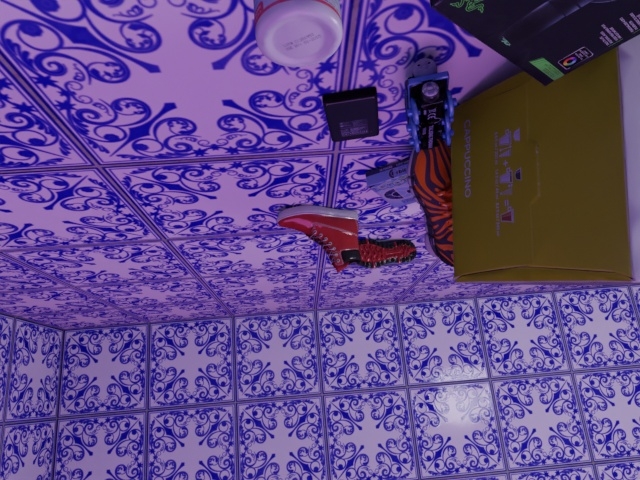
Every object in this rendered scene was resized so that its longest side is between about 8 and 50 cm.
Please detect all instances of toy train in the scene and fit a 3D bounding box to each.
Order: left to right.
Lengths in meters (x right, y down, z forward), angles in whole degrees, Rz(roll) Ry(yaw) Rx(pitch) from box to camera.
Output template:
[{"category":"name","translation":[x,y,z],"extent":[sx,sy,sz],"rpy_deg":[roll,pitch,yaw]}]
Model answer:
[{"category":"toy train","translation":[0.176,-0.222,0.795],"extent":[0.080,0.105,0.184],"rpy_deg":[-12,162,9]}]

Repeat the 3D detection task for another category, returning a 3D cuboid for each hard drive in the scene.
[{"category":"hard drive","translation":[0.059,-0.228,0.879],"extent":[0.094,0.022,0.135],"rpy_deg":[-7,163,6]}]

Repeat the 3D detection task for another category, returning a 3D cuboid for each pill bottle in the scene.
[{"category":"pill bottle","translation":[-0.027,-0.270,0.495],"extent":[0.087,0.160,0.087],"rpy_deg":[-5,162,-2]}]

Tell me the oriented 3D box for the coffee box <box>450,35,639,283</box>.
[{"category":"coffee box","translation":[0.452,-0.094,0.799],"extent":[0.335,0.337,0.338],"rpy_deg":[2,174,-24]}]

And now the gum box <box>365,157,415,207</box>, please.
[{"category":"gum box","translation":[0.219,-0.141,1.165],"extent":[0.157,0.041,0.184],"rpy_deg":[-14,160,26]}]

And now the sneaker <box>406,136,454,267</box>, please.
[{"category":"sneaker","translation":[0.297,-0.065,1.014],"extent":[0.125,0.180,0.321],"rpy_deg":[-32,123,-12]}]

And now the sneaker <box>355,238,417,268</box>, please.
[{"category":"sneaker","translation":[0.203,0.060,1.692],"extent":[0.262,0.104,0.125],"rpy_deg":[1,163,-18]}]

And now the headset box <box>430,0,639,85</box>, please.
[{"category":"headset box","translation":[0.274,-0.314,0.493],"extent":[0.247,0.131,0.283],"rpy_deg":[11,157,-39]}]

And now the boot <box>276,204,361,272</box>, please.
[{"category":"boot","translation":[0.000,0.000,1.327],"extent":[0.245,0.176,0.088],"rpy_deg":[4,162,-22]}]
